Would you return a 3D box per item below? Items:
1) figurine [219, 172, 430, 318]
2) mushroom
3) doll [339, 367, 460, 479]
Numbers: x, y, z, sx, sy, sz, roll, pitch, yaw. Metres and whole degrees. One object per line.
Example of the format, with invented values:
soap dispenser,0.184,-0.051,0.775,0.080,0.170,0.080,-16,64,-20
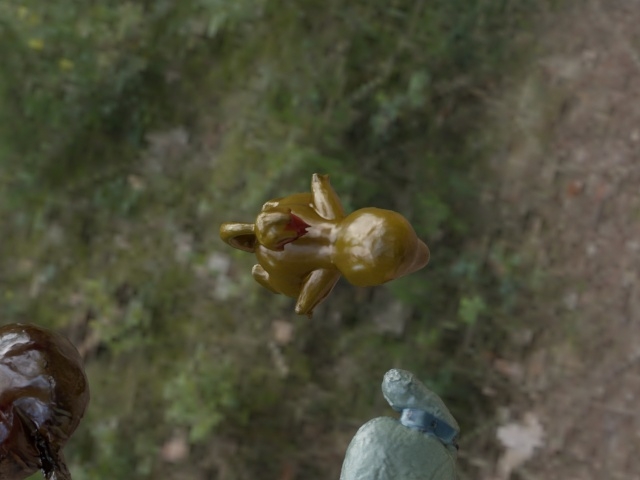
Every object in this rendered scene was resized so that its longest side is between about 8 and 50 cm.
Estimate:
figurine,-0.001,-0.001,1.506,0.176,0.122,0.121,2,81,41
mushroom,-0.243,0.142,1.505,0.135,0.080,0.170,-40,62,6
doll,0.067,0.218,1.619,0.071,0.103,0.214,76,-158,-79
